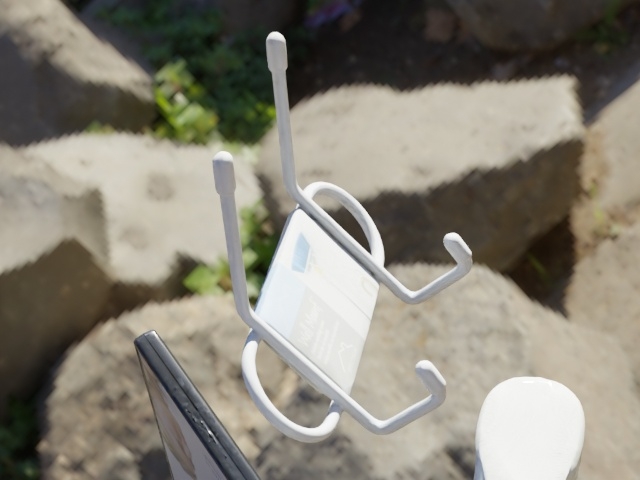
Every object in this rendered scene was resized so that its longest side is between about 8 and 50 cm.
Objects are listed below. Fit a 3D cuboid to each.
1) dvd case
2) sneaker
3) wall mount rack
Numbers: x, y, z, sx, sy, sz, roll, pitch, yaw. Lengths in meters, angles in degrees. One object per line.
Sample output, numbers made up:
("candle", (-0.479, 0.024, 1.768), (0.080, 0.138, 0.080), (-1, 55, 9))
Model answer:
("dvd case", (-0.075, 0.197, 1.400), (0.022, 0.253, 0.180), (-30, 60, -15))
("sneaker", (0.095, 0.179, 0.965), (0.080, 0.094, 0.212), (15, 51, 16))
("wall mount rack", (0.000, 0.000, 1.646), (0.130, 0.304, 0.350), (-35, 21, 31))
